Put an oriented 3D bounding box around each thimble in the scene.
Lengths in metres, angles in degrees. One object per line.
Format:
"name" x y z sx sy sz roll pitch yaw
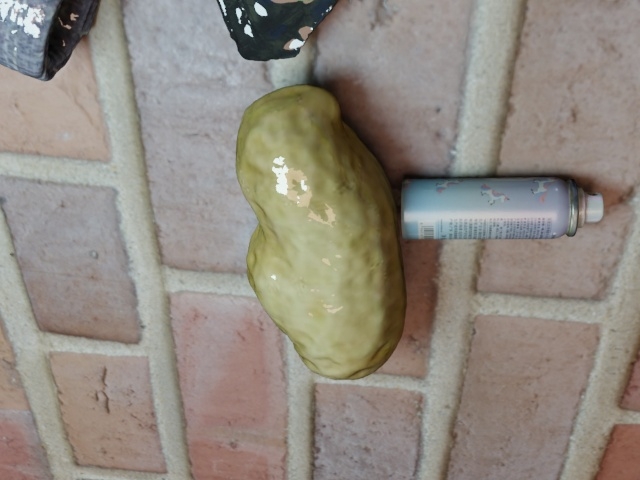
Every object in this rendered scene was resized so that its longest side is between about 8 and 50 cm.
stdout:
"thimble" -0.297 -0.250 0.766 0.097 0.150 0.150 25 125 -7

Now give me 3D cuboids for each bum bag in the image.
"bum bag" -0.089 -0.323 0.724 0.137 0.074 0.310 -19 118 24

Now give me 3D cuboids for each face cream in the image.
"face cream" 0.211 -0.038 0.877 0.229 0.075 0.075 0 125 9

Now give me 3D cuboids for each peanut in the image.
"peanut" 0.000 0.000 0.885 0.192 0.169 0.387 0 122 20
